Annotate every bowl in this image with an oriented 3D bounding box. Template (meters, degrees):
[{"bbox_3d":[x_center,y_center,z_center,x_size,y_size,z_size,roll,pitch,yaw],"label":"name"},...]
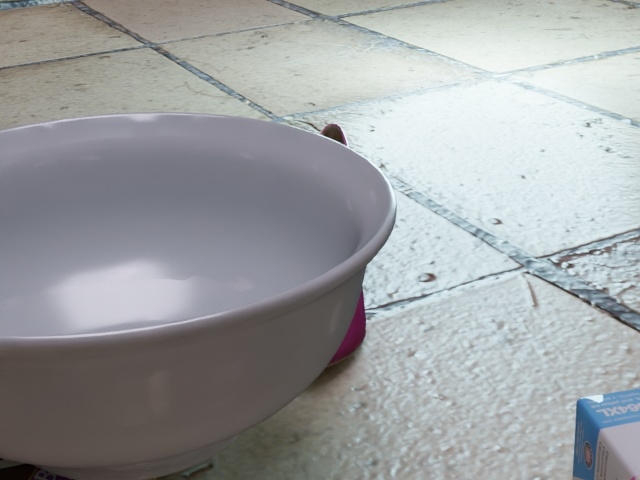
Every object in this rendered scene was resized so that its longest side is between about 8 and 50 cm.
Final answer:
[{"bbox_3d":[-0.108,0.036,0.564,0.298,0.134,0.298,-1,25,0],"label":"bowl"}]

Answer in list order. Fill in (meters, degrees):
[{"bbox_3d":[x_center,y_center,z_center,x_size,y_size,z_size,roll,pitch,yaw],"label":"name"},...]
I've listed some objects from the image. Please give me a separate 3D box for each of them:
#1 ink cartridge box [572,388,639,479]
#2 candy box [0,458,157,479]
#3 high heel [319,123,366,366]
[{"bbox_3d":[0.184,0.141,0.470,0.090,0.092,0.143,-6,23,-7],"label":"ink cartridge box"},{"bbox_3d":[-0.150,0.118,0.612,0.109,0.053,0.187,9,25,24],"label":"candy box"},{"bbox_3d":[0.000,0.000,0.779,0.082,0.117,0.244,2,24,11],"label":"high heel"}]
